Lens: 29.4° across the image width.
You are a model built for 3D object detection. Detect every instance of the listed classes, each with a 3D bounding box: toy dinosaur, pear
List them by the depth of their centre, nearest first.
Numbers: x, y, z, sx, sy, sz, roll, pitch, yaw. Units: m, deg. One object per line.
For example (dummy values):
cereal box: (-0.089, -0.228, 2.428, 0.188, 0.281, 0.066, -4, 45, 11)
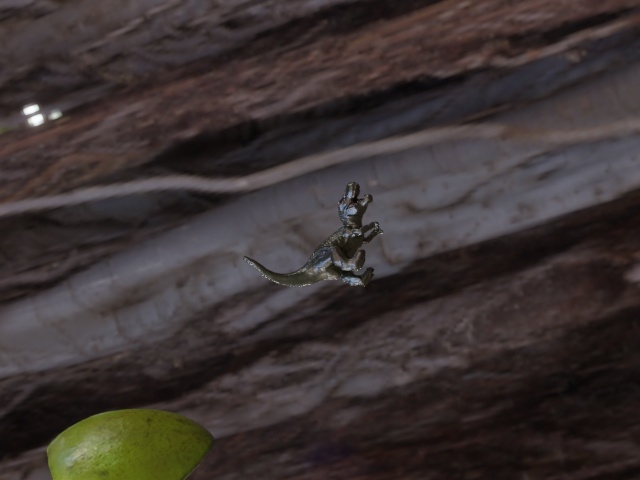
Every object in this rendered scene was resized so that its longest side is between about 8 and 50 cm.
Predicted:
pear: (-0.283, 0.318, 1.844, 0.288, 0.239, 0.139, -158, 46, -78)
toy dinosaur: (0.000, 0.000, 1.883, 0.087, 0.178, 0.187, 67, -138, -58)
